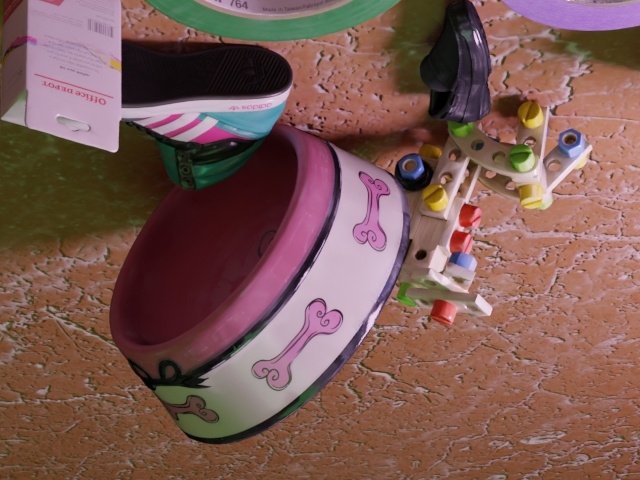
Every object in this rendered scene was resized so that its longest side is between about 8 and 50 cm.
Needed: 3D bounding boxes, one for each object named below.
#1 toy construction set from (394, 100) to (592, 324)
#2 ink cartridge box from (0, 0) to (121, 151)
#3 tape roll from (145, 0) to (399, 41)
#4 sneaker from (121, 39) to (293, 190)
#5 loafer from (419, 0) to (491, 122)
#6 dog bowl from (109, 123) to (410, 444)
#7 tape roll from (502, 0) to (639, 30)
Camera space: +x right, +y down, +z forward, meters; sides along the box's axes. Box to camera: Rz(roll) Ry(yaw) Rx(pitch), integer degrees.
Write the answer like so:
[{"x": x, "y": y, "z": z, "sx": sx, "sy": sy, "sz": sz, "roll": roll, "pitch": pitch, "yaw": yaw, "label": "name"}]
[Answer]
[{"x": 0.179, "y": -0.026, "z": 2.042, "sx": 0.215, "sy": 0.327, "sz": 0.151, "roll": 13, "pitch": 145, "yaw": 24, "label": "toy construction set"}, {"x": -0.277, "y": -0.178, "z": 1.788, "sx": 0.115, "sy": 0.198, "sz": 0.067, "roll": 16, "pitch": 146, "yaw": -31, "label": "ink cartridge box"}, {"x": -0.044, "y": -0.322, "z": 1.680, "sx": 0.321, "sy": 0.077, "sz": 0.321, "roll": -3, "pitch": 151, "yaw": -1, "label": "tape roll"}, {"x": -0.190, "y": -0.142, "z": 1.955, "sx": 0.295, "sy": 0.124, "sz": 0.178, "roll": 1, "pitch": 142, "yaw": -11, "label": "sneaker"}, {"x": 0.154, "y": -0.199, "z": 1.928, "sx": 0.078, "sy": 0.076, "sz": 0.223, "roll": -12, "pitch": 155, "yaw": 0, "label": "loafer"}, {"x": -0.091, "y": 0.034, "z": 2.027, "sx": 0.408, "sy": 0.408, "sz": 0.150, "roll": -27, "pitch": 126, "yaw": 36, "label": "dog bowl"}, {"x": 0.299, "y": -0.327, "z": 1.698, "sx": 0.275, "sy": 0.090, "sz": 0.275, "roll": -2, "pitch": 151, "yaw": -1, "label": "tape roll"}]
